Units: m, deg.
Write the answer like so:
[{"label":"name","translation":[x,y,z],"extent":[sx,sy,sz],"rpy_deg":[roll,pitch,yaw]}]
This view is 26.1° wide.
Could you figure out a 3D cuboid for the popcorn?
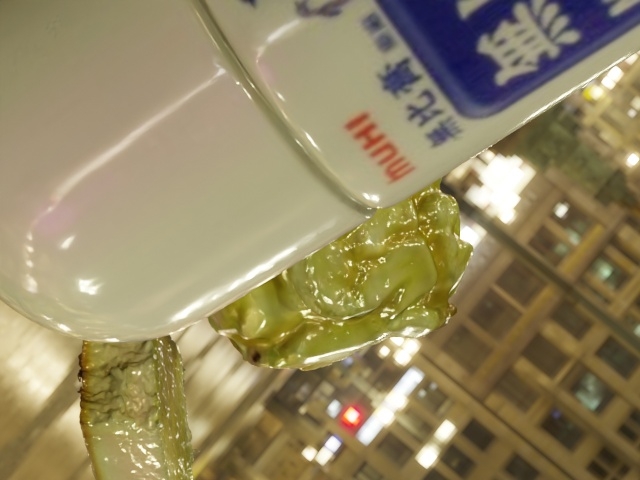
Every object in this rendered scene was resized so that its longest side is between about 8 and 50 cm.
[{"label":"popcorn","translation":[-0.001,-0.001,0.910],"extent":[0.185,0.167,0.187],"rpy_deg":[-33,153,28]}]

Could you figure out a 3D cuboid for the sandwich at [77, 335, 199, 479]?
[{"label":"sandwich","translation":[-0.120,0.144,0.917],"extent":[0.058,0.193,0.162],"rpy_deg":[-9,159,2]}]

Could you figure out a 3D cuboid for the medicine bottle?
[{"label":"medicine bottle","translation":[0.026,-0.089,0.421],"extent":[0.341,0.130,0.130],"rpy_deg":[-32,180,13]}]
